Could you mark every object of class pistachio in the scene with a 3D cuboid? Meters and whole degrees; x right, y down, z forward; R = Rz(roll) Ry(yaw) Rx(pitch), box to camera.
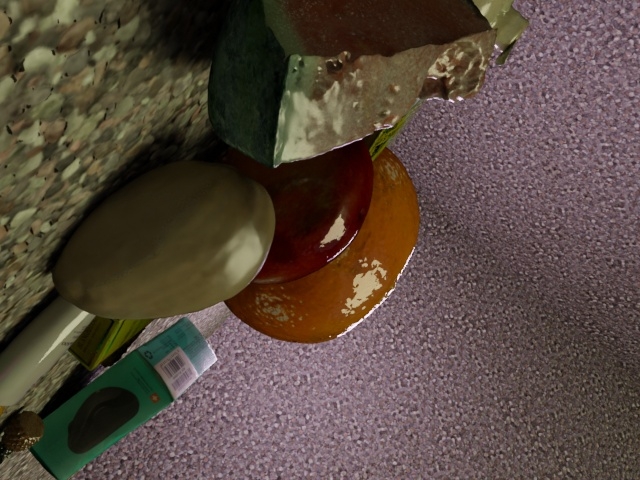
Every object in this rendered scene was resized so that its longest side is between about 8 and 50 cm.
[{"bbox_3d":[-0.159,0.002,0.598,0.238,0.153,0.138,-18,170,6],"label":"pistachio"}]

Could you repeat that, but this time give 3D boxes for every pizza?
[{"bbox_3d":[-0.365,0.188,1.052,0.160,0.036,0.099,-49,177,15],"label":"pizza"}]

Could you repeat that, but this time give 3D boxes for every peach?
[{"bbox_3d":[-0.042,-0.048,0.742,0.244,0.199,0.243,-23,-136,24],"label":"peach"}]

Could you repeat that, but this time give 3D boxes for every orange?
[{"bbox_3d":[0.000,0.000,1.085,0.424,0.326,0.424,-46,177,-3],"label":"orange"}]

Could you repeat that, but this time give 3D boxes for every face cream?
[{"bbox_3d":[-0.321,0.124,0.646,0.182,0.051,0.072,-47,-179,-4],"label":"face cream"}]

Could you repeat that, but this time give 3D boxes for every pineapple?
[{"bbox_3d":[-0.489,0.315,0.896,0.124,0.058,0.058,-34,-179,14],"label":"pineapple"}]

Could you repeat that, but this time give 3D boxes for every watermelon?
[{"bbox_3d":[0.031,-0.170,0.477,0.318,0.226,0.148,-65,166,-58],"label":"watermelon"}]

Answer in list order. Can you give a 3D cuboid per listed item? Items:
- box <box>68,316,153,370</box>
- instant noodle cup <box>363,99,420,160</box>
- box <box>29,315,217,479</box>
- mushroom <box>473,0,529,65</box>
[{"bbox_3d":[-0.261,0.078,0.852,0.141,0.064,0.220,-51,178,37],"label":"box"},{"bbox_3d":[0.057,-0.213,0.822,0.182,0.144,0.182,-51,176,-5],"label":"instant noodle cup"},{"bbox_3d":[-0.370,0.294,1.087,0.311,0.118,0.205,-36,179,15],"label":"box"},{"bbox_3d":[0.217,-0.353,0.854,0.246,0.202,0.246,-53,-172,11],"label":"mushroom"}]
